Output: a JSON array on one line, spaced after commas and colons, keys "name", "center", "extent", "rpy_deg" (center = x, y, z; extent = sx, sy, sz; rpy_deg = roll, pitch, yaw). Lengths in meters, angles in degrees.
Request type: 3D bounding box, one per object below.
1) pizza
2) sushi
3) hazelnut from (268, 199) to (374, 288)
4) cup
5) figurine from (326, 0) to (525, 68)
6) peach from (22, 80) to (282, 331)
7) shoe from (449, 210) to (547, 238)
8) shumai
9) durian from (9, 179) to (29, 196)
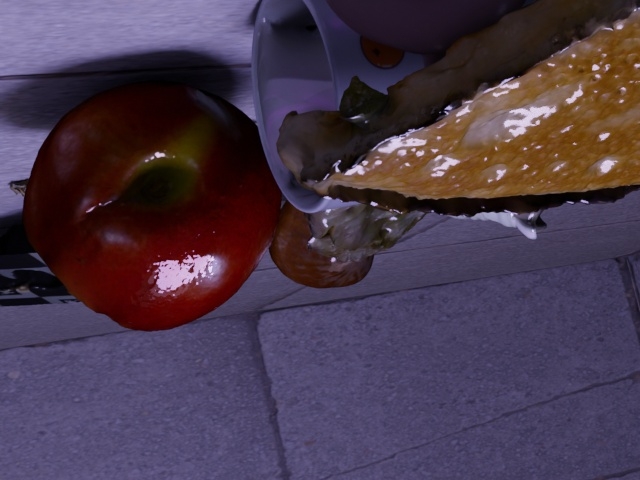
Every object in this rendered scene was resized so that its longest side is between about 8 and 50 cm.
[{"name": "pizza", "center": [0.162, -0.099, 0.993], "extent": [0.392, 0.080, 0.435], "rpy_deg": [-16, 159, -1]}, {"name": "sushi", "center": [-0.419, 0.013, 1.985], "extent": [0.373, 0.100, 0.296], "rpy_deg": [-4, 164, 14]}, {"name": "hazelnut", "center": [0.000, 0.000, 2.118], "extent": [0.182, 0.182, 0.182], "rpy_deg": [-12, 171, -2]}, {"name": "cup", "center": [0.117, -0.157, 1.267], "extent": [0.317, 0.212, 0.212], "rpy_deg": [-11, 171, -21]}, {"name": "figurine", "center": [0.049, -0.245, 0.931], "extent": [0.186, 0.176, 0.287], "rpy_deg": [31, 179, 34]}, {"name": "peach", "center": [-0.181, -0.039, 1.446], "extent": [0.281, 0.281, 0.338], "rpy_deg": [-10, 175, -12]}, {"name": "shoe", "center": [0.272, -0.120, 1.440], "extent": [0.316, 0.159, 0.124], "rpy_deg": [-47, 148, -13]}, {"name": "shumai", "center": [0.112, -0.107, 1.516], "extent": [0.283, 0.217, 0.346], "rpy_deg": [-13, 168, 7]}, {"name": "durian", "center": [-0.356, -0.066, 1.758], "extent": [0.066, 0.052, 0.130], "rpy_deg": [26, -176, 24]}]
